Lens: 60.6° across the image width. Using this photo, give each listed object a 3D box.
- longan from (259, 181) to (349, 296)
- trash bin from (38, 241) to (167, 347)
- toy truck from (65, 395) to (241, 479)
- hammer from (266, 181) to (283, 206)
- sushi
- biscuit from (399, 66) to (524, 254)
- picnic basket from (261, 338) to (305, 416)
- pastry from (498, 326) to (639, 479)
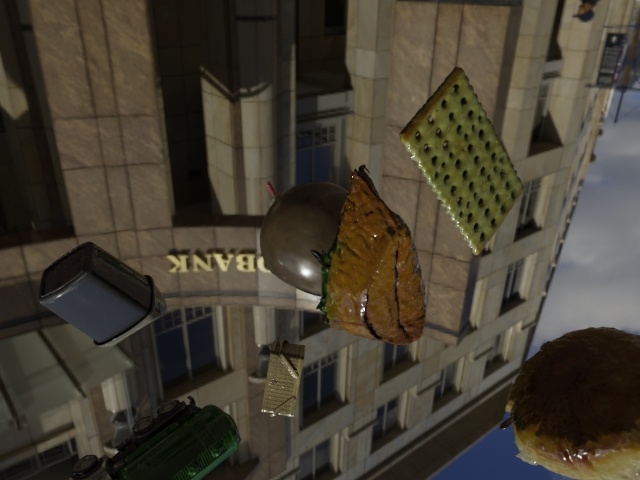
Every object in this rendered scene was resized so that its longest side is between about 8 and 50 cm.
[{"bbox_3d":[0.000,0.000,1.362,0.301,0.300,0.243,-4,-159,-11],"label":"longan"},{"bbox_3d":[-0.572,0.153,1.457,0.210,0.290,0.182,-31,-136,10],"label":"trash bin"},{"bbox_3d":[-0.233,0.321,0.768,0.243,0.101,0.125,-31,-156,-34],"label":"toy truck"},{"bbox_3d":[-0.122,-0.123,1.440,0.031,0.052,0.083,0,-128,-44],"label":"hammer"},{"bbox_3d":[0.055,0.051,0.744,0.149,0.287,0.140,-32,-140,-11],"label":"sushi"},{"bbox_3d":[0.197,-0.100,0.723,0.139,0.231,0.016,-51,-146,-15],"label":"biscuit"},{"bbox_3d":[-0.087,0.326,1.302,0.080,0.164,0.115,9,-174,-2],"label":"picnic basket"},{"bbox_3d":[0.502,0.289,1.009,0.330,0.136,0.329,-34,-157,17],"label":"pastry"}]
